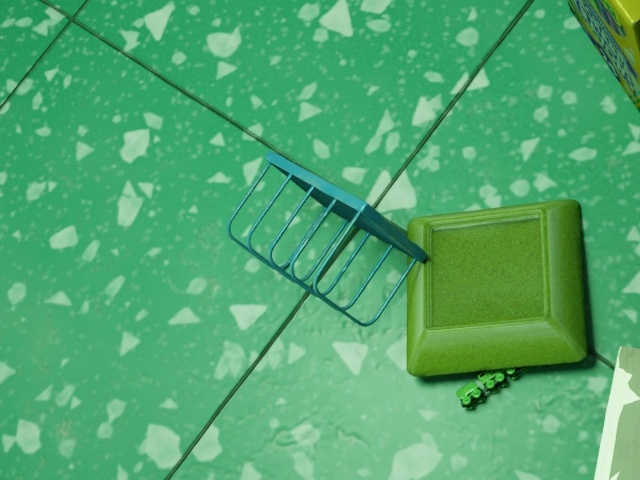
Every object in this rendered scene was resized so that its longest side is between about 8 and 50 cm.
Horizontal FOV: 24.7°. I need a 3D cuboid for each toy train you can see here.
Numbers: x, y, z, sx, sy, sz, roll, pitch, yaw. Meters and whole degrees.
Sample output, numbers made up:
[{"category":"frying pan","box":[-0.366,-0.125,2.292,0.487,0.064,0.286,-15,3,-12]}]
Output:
[{"category":"toy train","box":[0.176,0.143,1.499,0.083,0.017,0.023,-35,51,2]}]

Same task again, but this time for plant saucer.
[{"category":"plant saucer","box":[0.175,0.039,1.514,0.188,0.045,0.188,-7,61,17]}]

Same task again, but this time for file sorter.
[{"category":"file sorter","box":[0.000,0.000,1.535,0.170,0.118,0.104,32,85,46]}]

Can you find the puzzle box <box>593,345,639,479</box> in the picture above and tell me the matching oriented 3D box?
[{"category":"puzzle box","box":[0.260,0.321,1.253,0.052,0.272,0.409,8,72,21]}]

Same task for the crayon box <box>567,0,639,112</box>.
[{"category":"crayon box","box":[0.304,-0.252,1.444,0.083,0.323,0.203,-30,62,5]}]
